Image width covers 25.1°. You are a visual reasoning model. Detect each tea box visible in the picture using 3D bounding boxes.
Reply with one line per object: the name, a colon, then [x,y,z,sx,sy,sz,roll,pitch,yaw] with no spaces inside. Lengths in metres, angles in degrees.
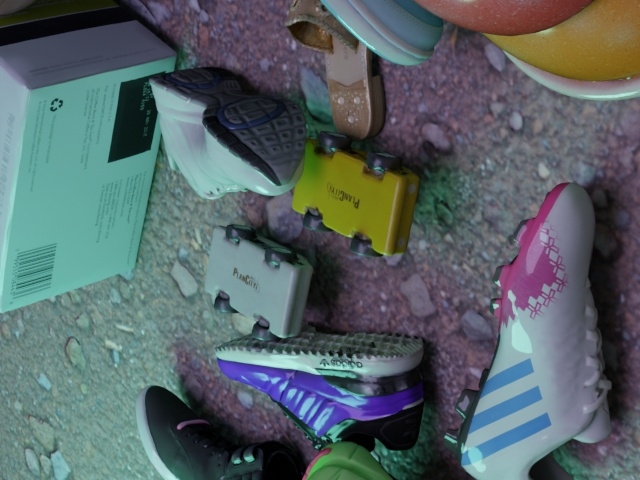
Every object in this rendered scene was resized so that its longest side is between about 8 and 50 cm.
tea box: [-0.379,-0.152,1.775,0.323,0.220,0.329,40,131,31]

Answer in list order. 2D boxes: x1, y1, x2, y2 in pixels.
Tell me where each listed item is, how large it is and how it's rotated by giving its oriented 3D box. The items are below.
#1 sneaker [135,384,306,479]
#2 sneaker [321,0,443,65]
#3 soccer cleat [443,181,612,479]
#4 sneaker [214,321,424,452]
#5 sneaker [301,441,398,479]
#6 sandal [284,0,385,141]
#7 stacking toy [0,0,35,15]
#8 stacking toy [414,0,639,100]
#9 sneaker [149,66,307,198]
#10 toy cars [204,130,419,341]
sneaker: [-0.109,0.261,1.740,0.147,0.104,0.296,-52,60,28]
sneaker: [0.061,-0.327,1.279,0.208,0.127,0.319,-30,98,28]
soccer cleat: [0.224,0.103,1.342,0.143,0.116,0.331,25,124,20]
sneaker: [-0.005,0.176,1.590,0.293,0.102,0.146,3,106,45]
sneaker: [0.017,0.426,1.586,0.202,0.185,0.483,28,138,12]
sandal: [0.003,-0.215,1.467,0.088,0.079,0.240,-5,99,46]
stacking toy: [-0.439,-0.387,1.693,0.330,0.141,0.141,39,129,41]
stacking toy: [0.089,-0.291,1.035,0.350,0.479,0.351,-2,87,51]
sneaker: [-0.095,-0.100,1.568,0.297,0.111,0.129,-141,44,-58]
toy cars: [0.000,0.000,1.540,0.393,0.087,0.177,-40,54,48]
